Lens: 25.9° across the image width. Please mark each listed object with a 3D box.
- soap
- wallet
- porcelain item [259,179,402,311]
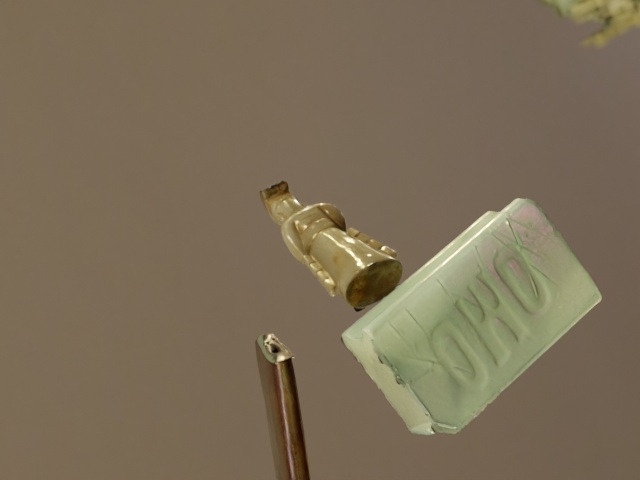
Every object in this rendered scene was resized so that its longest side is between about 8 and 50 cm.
[{"bbox_3d":[0.160,0.082,1.469,0.261,0.094,0.150,-39,-89,-24],"label":"soap"},{"bbox_3d":[-0.025,0.209,1.207,0.137,0.031,0.255,-121,24,-80],"label":"wallet"},{"bbox_3d":[0.000,0.000,1.535,0.213,0.084,0.054,39,146,46],"label":"porcelain item"}]
